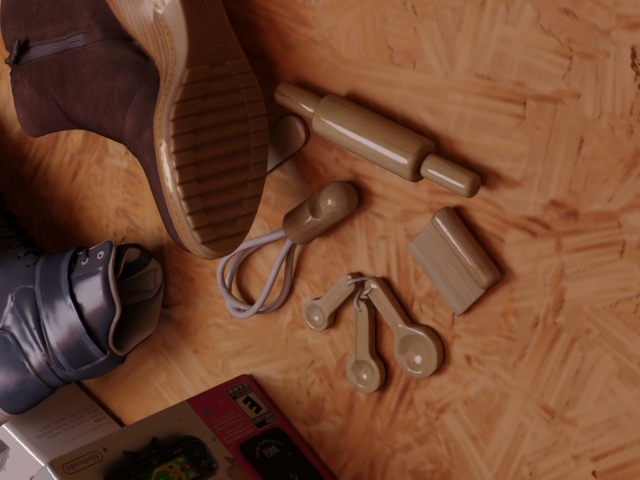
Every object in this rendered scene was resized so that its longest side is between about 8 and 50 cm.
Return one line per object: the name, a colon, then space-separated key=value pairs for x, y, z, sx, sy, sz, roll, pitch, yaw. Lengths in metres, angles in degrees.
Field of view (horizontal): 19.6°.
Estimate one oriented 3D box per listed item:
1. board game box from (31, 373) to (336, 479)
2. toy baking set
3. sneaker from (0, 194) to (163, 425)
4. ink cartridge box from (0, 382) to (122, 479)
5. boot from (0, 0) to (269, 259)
board game box: x=-0.042 y=0.255 z=1.238 sx=0.303 sy=0.224 sz=0.097 roll=50 pitch=125 yaw=14
toy baking set: x=0.003 y=-0.005 z=1.244 sx=0.256 sy=0.030 sz=0.196 roll=32 pitch=122 yaw=26
sneaker: x=-0.203 y=0.007 z=1.379 sx=0.163 sy=0.086 sz=0.226 roll=-26 pitch=66 yaw=21
ink cartridge box: x=-0.264 y=0.162 z=1.466 sx=0.218 sy=0.092 sz=0.158 roll=39 pitch=125 yaw=20
boot: x=-0.136 y=-0.094 z=1.283 sx=0.207 sy=0.090 sz=0.248 roll=-17 pitch=80 yaw=48
